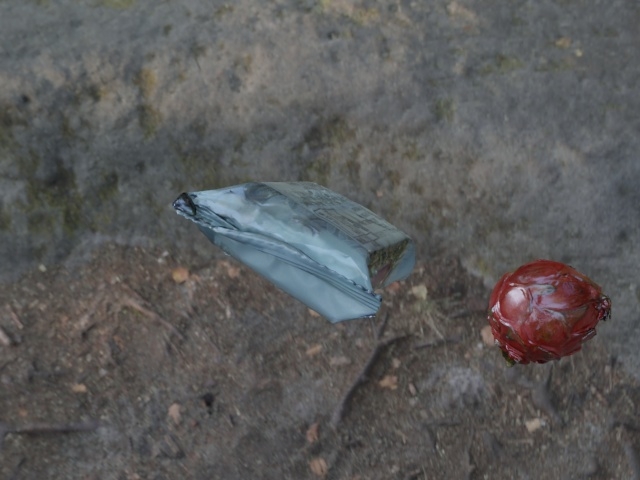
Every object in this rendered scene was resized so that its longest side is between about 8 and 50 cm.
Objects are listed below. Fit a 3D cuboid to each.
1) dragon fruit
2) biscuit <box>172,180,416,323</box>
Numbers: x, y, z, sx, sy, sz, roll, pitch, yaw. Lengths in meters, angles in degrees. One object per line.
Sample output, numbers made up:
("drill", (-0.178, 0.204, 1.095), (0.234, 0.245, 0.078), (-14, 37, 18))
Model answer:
("dragon fruit", (0.371, 0.117, 1.495), (0.209, 0.172, 0.172), (-31, 51, 18))
("biscuit", (-0.004, -0.002, 0.844), (0.186, 0.309, 0.079), (29, 102, 9))
